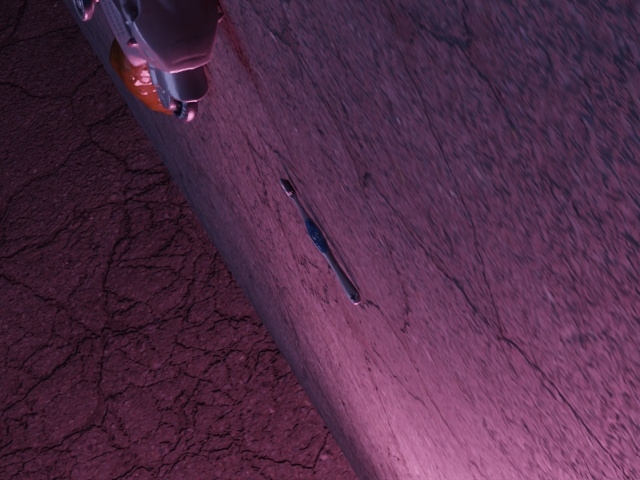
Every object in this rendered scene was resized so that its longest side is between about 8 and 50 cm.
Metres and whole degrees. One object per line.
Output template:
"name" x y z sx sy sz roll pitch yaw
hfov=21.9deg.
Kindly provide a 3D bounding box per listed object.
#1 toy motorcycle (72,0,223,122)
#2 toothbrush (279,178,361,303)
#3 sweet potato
"toy motorcycle" -0.164 -0.247 1.571 0.260 0.110 0.171 66 159 15
"toothbrush" 0.000 0.000 1.706 0.162 0.014 0.017 58 -168 21
"sweet potato" -0.194 -0.208 1.928 0.354 0.095 0.106 92 -170 -72
